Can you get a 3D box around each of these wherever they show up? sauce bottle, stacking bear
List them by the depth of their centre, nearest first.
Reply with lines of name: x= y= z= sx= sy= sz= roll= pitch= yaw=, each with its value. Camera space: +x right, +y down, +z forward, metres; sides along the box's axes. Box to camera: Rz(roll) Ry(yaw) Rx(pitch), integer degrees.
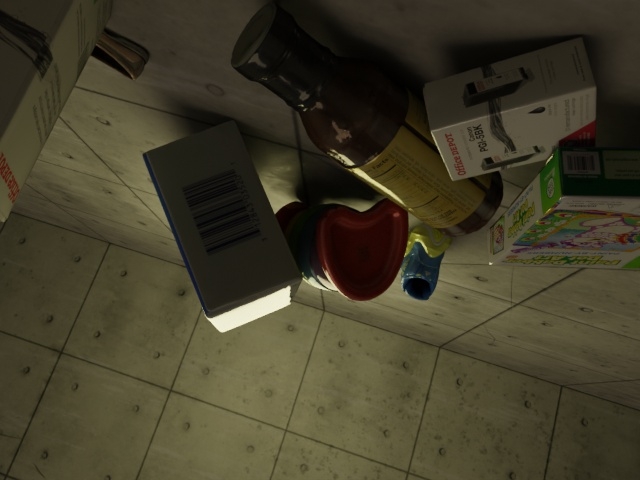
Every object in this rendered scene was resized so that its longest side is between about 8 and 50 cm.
sauce bottle: x=0.063 y=-0.120 z=0.580 sx=0.344 sy=0.112 sz=0.111 roll=31 pitch=160 yaw=-33
stacking bear: x=0.000 y=0.000 z=0.969 sx=0.175 sy=0.165 sz=0.289 roll=-11 pitch=-166 yaw=-31

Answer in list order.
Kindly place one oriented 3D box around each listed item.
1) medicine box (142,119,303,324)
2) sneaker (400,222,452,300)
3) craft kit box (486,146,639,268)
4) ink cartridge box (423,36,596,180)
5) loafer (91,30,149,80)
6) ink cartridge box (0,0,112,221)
medicine box: x=-0.156 y=-0.004 z=0.888 sx=0.149 sy=0.264 sz=0.289 roll=-22 pitch=170 yaw=-12
sneaker: x=0.171 y=0.053 z=1.006 sx=0.091 sy=0.126 sz=0.240 roll=18 pitch=164 yaw=3
craft kit box: x=0.335 y=-0.024 z=0.577 sx=0.249 sy=0.061 sz=0.247 roll=1 pitch=166 yaw=4
ink cartridge box: x=0.173 y=-0.113 z=0.489 sx=0.135 sy=0.056 sz=0.099 roll=-12 pitch=153 yaw=22
loafer: x=-0.283 y=-0.244 z=0.673 sx=0.125 sy=0.039 sz=0.045 roll=22 pitch=165 yaw=-12
ink cartridge box: x=-0.298 y=-0.174 z=0.496 sx=0.114 sy=0.273 sz=0.198 roll=24 pitch=163 yaw=-20
